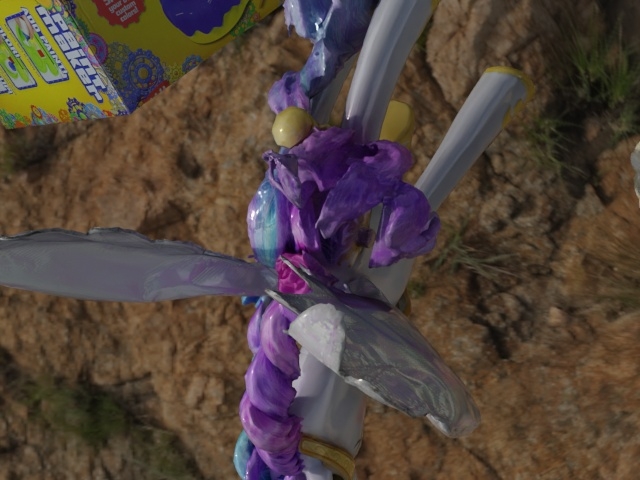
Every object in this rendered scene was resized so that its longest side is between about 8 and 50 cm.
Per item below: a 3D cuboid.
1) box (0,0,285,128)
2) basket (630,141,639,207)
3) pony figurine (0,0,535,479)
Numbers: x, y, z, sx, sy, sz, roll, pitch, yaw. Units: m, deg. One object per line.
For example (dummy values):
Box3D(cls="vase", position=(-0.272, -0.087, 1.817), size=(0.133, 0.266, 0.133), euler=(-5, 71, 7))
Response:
Box3D(cls="box", position=(-0.197, -0.266, 0.867), size=(0.279, 0.177, 0.290), euler=(5, 41, 50))
Box3D(cls="basket", position=(0.399, 0.046, 0.504), size=(0.266, 0.331, 0.328), euler=(-18, 83, 45))
Box3D(cls="pony figurine", position=(0.000, 0.000, 0.530), size=(0.303, 0.351, 0.363), euler=(15, 79, 29))
